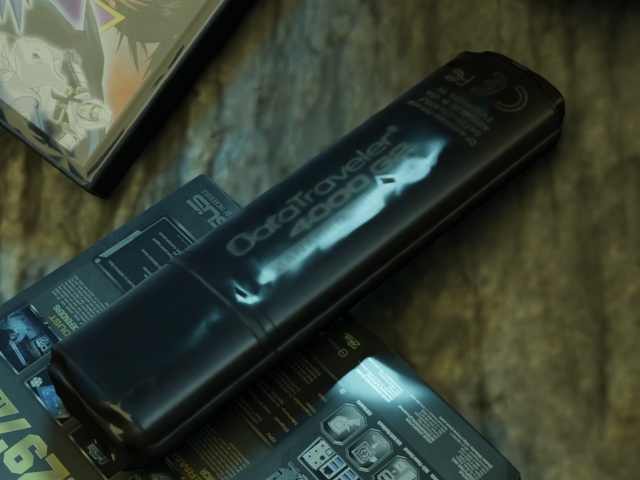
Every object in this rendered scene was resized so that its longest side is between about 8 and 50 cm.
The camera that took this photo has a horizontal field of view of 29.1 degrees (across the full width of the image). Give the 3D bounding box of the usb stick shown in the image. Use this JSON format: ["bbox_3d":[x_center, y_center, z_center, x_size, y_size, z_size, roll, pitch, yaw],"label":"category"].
[{"bbox_3d":[0.000,0.000,0.573,0.278,0.045,0.077,-37,53,-21],"label":"usb stick"}]

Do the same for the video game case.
[{"bbox_3d":[-0.141,-0.206,0.717,0.248,0.035,0.275,37,89,11],"label":"video game case"}]

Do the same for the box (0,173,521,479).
[{"bbox_3d":[-0.054,0.097,0.571,0.183,0.059,0.232,-36,60,-23],"label":"box"}]
